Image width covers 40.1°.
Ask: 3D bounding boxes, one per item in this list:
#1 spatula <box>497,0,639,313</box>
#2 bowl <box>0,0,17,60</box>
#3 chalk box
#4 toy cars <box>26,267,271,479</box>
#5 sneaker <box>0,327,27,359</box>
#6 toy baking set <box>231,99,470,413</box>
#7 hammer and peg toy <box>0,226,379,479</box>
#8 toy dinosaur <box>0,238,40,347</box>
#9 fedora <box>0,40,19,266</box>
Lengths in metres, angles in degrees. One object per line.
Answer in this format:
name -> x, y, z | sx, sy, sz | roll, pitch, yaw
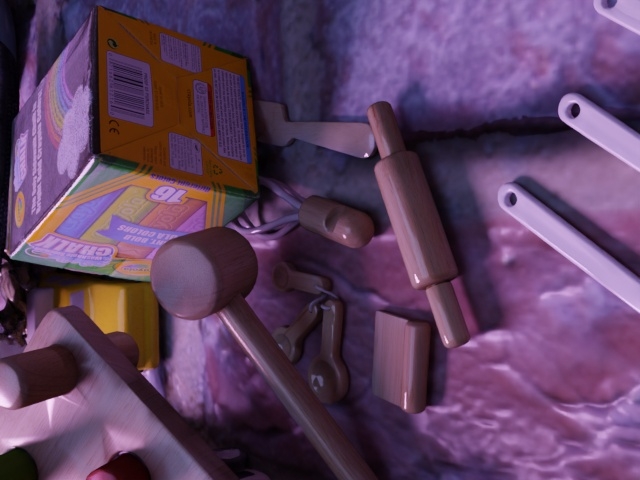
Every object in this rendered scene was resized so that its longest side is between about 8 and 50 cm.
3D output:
spatula -> 0.189, -0.009, 0.409 | 0.242, 0.019, 0.168 | 44, 124, 36
bowl -> -0.458, -0.216, 0.995 | 0.311, 0.163, 0.311 | 4, 95, 47
chalk box -> -0.160, -0.054, 0.686 | 0.213, 0.132, 0.132 | -34, 54, 45
toy cars -> -0.179, 0.146, 0.772 | 0.394, 0.087, 0.176 | 53, 129, 31
sneaker -> -0.405, 0.238, 0.997 | 0.111, 0.129, 0.297 | 14, 104, 44
toy baking set -> 0.005, -0.001, 0.601 | 0.197, 0.030, 0.256 | -26, 74, 46
hammer and peg toy -> -0.133, 0.182, 0.611 | 0.266, 0.127, 0.361 | 43, 111, 17
toy dinosaur -> -0.317, 0.073, 0.927 | 0.118, 0.064, 0.268 | 111, 140, -65
fedora -> -0.379, -0.030, 0.799 | 0.334, 0.152, 0.334 | -25, 62, 58
